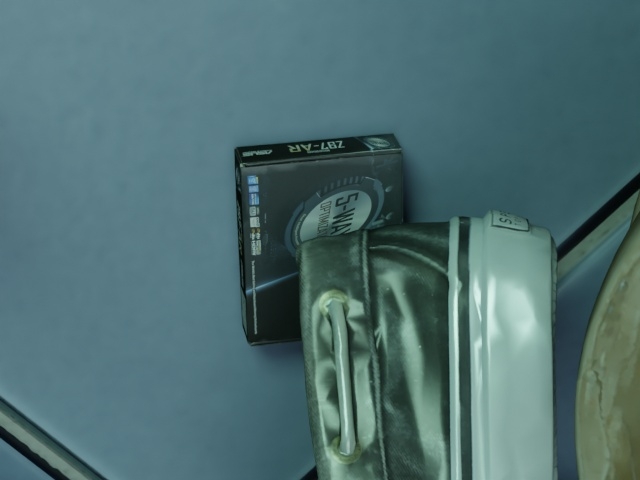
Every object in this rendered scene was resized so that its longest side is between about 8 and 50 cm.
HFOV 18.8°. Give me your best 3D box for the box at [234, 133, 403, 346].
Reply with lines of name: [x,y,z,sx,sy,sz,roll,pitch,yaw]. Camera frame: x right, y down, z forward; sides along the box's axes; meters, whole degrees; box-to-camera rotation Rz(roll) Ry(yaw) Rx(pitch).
box: [0.000,0.000,0.790,0.067,0.018,0.083,-5,116,-9]

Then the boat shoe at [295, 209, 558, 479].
boat shoe: [0.035,0.156,0.760,0.119,0.121,0.335,0,82,8]

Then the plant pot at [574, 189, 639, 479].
plant pot: [0.218,0.043,0.634,0.323,0.280,0.323,5,99,29]
